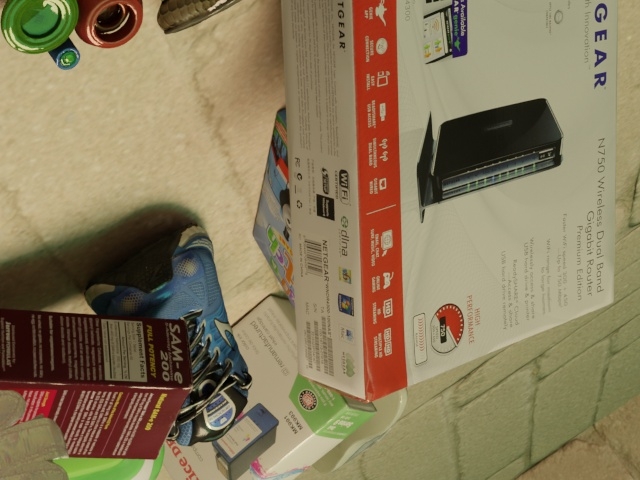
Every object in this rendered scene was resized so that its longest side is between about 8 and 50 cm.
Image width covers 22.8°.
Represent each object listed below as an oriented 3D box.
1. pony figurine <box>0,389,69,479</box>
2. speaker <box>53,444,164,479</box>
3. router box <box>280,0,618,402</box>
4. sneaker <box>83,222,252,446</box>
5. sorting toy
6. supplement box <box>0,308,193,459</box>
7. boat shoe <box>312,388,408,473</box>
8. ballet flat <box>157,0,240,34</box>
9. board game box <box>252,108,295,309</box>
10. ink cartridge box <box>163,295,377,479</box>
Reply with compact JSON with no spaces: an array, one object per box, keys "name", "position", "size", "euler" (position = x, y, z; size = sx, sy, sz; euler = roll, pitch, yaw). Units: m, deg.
[{"name":"pony figurine","position":[-0.360,0.083,0.956],"size":[0.351,0.303,0.363],"euler":[-18,170,-19]},{"name":"speaker","position":[-0.284,0.209,1.478],"size":[0.296,0.131,0.131],"euler":[-5,144,-53]},{"name":"router box","position":[0.111,-0.078,1.258],"size":[0.301,0.082,0.335],"euler":[-18,113,-39]},{"name":"sneaker","position":[-0.119,0.099,1.467],"size":[0.130,0.147,0.330],"euler":[-32,158,-9]},{"name":"sorting toy","position":[-0.166,-0.147,1.025],"size":[0.102,0.042,0.061],"euler":[-2,128,-36]},{"name":"supplement box","position":[-0.237,0.119,1.302],"size":[0.239,0.073,0.130],"euler":[5,144,-20]},{"name":"boat shoe","position":[0.059,0.237,2.155],"size":[0.081,0.079,0.227],"euler":[-28,165,-44]},{"name":"ballet flat","position":[-0.015,-0.225,1.064],"size":[0.250,0.058,0.084],"euler":[-34,-165,13]},{"name":"board game box","position":[0.000,0.000,1.412],"size":[0.039,0.160,0.211],"euler":[-22,156,-19]},{"name":"ink cartridge box","position":[-0.073,0.186,1.714],"size":[0.212,0.154,0.093],"euler":[-40,159,14]}]
